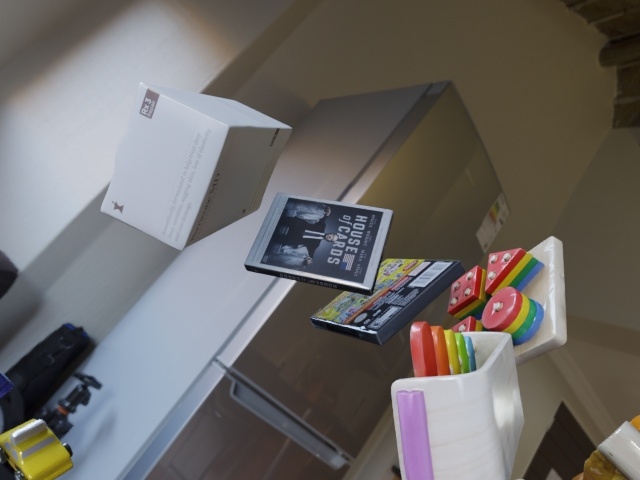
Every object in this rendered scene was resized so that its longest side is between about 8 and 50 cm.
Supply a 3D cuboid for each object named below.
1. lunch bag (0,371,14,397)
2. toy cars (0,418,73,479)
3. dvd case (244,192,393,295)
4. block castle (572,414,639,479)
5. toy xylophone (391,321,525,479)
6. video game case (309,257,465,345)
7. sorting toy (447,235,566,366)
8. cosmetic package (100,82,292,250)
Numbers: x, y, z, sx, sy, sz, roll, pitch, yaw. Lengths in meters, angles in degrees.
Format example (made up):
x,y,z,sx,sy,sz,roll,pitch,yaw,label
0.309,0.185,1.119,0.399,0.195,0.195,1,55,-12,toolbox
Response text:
x,y,z,sx,sy,sz,roll,pitch,yaw,label
-0.710,0.230,0.767,0.138,0.294,0.220,-87,153,-68,lunch bag
-0.586,0.463,0.842,0.393,0.177,0.087,-123,-148,-66,toy cars
0.000,0.000,0.832,0.239,0.179,0.029,10,-33,16,dvd case
0.584,0.328,0.641,0.212,0.454,0.302,50,-29,40,block castle
0.179,0.213,0.513,0.081,0.235,0.323,-10,-14,28,toy xylophone
0.145,0.124,1.006,0.248,0.275,0.035,-2,-62,58,video game case
0.353,0.129,0.898,0.090,0.257,0.255,32,-43,-5,sorting toy
-0.199,-0.145,0.825,0.156,0.217,0.385,26,18,2,cosmetic package
